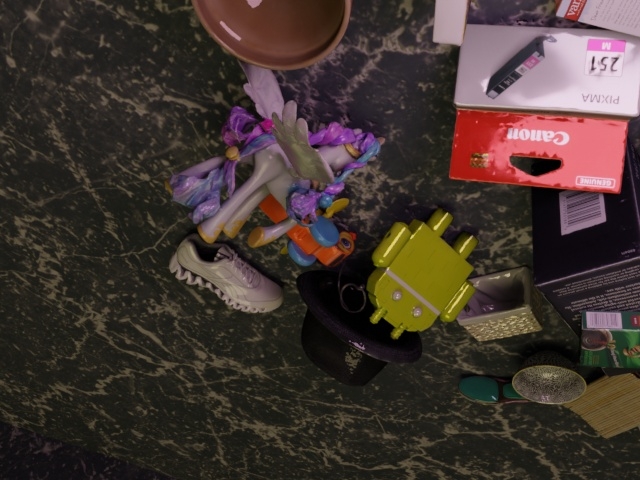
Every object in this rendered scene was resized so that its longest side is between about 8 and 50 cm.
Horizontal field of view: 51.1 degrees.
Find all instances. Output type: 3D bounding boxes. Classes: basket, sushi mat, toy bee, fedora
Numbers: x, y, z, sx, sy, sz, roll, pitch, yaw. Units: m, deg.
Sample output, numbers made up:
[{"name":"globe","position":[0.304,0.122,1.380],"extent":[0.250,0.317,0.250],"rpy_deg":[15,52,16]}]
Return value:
[{"name":"basket","position":[0.397,0.144,1.473],"extent":[0.167,0.113,0.103],"rpy_deg":[-16,133,32]},{"name":"sushi mat","position":[0.716,0.398,1.629],"extent":[0.151,0.019,0.316],"rpy_deg":[37,152,10]},{"name":"toy bee","position":[0.000,0.000,1.432],"extent":[0.195,0.162,0.298],"rpy_deg":[-16,102,30]},{"name":"fedora","position":[0.060,0.207,1.477],"extent":[0.334,0.334,0.152],"rpy_deg":[25,108,-9]}]

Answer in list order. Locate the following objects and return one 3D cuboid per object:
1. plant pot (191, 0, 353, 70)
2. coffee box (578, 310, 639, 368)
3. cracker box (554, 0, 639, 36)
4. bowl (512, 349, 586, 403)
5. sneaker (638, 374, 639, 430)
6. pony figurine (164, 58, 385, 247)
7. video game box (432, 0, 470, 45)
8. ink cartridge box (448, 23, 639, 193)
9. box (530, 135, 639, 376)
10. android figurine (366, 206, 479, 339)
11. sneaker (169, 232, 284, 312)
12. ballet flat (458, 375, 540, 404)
[{"name":"plant pot","position":[-0.062,-0.377,0.971],"extent":[0.237,0.109,0.237],"rpy_deg":[10,141,8]},{"name":"coffee box","position":[0.506,0.158,1.053],"extent":[0.184,0.040,0.113],"rpy_deg":[0,138,17]},{"name":"cracker box","position":[0.466,-0.367,0.924],"extent":[0.232,0.067,0.155],"rpy_deg":[15,138,1]},{"name":"bowl","position":[0.557,0.322,1.637],"extent":[0.170,0.080,0.170],"rpy_deg":[9,138,8]},{"name":"sneaker","position":[0.849,0.415,1.627],"extent":[0.151,0.094,0.256],"rpy_deg":[-18,126,42]},{"name":"pony figurine","position":[-0.085,-0.146,1.189],"extent":[0.363,0.303,0.351],"rpy_deg":[-33,146,10]},{"name":"video game box","position":[0.188,-0.398,0.889],"extent":[0.048,0.187,0.205],"rpy_deg":[7,137,11]},{"name":"ink cartridge box","position":[0.345,-0.204,1.040],"extent":[0.275,0.239,0.060],"rpy_deg":[6,-178,11]},{"name":"box","position":[0.514,0.025,1.162],"extent":[0.183,0.296,0.294],"rpy_deg":[-21,129,34]},{"name":"android figurine","position":[0.204,0.074,1.366],"extent":[0.248,0.273,0.056],"rpy_deg":[41,174,-24]},{"name":"sneaker","position":[-0.216,0.080,1.613],"extent":[0.292,0.110,0.118],"rpy_deg":[25,129,-10]},{"name":"ballet flat","position":[0.478,0.400,1.763],"extent":[0.221,0.077,0.079],"rpy_deg":[-5,154,22]}]
